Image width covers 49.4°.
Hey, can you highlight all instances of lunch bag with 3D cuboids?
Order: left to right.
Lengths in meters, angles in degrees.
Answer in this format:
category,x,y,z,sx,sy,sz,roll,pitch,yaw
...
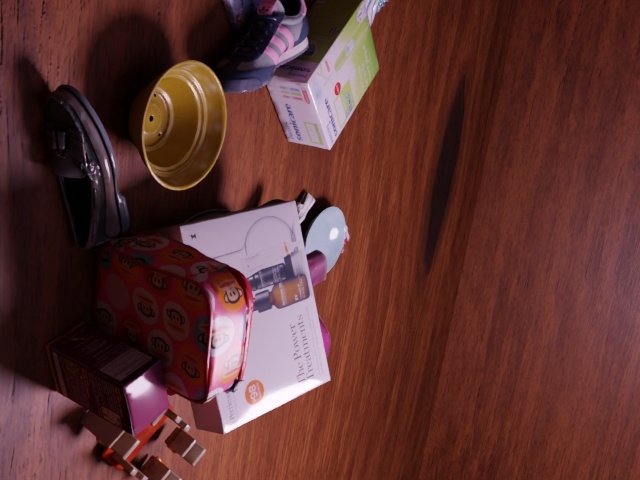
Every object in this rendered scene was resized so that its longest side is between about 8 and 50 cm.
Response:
category,x,y,z,sx,sy,sz,roll,pitch,yaw
lunch bag,-0.251,0.139,1.147,0.120,0.293,0.258,-19,123,-50

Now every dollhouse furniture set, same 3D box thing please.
category,x,y,z,sx,sy,sz,roll,pitch,yaw
dollhouse furniture set,-0.316,0.328,1.353,0.259,0.135,0.262,-49,146,-22

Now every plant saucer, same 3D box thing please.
category,x,y,z,sx,sy,sz,roll,pitch,yaw
plant saucer,0.000,0.000,1.848,0.195,0.037,0.195,-35,135,-46

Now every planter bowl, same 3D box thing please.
category,x,y,z,sx,sy,sz,roll,pitch,yaw
planter bowl,-0.259,-0.201,1.178,0.217,0.090,0.217,-41,139,-49

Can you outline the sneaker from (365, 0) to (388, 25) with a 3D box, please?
category,x,y,z,sx,sy,sz,roll,pitch,yaw
sneaker,0.152,-0.628,1.719,0.091,0.126,0.240,-9,112,-62

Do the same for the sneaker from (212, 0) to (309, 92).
category,x,y,z,sx,sy,sz,roll,pitch,yaw
sneaker,-0.119,-0.390,1.334,0.319,0.112,0.131,-57,155,-48

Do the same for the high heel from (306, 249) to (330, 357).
category,x,y,z,sx,sy,sz,roll,pitch,yaw
high heel,-0.074,0.210,1.769,0.181,0.127,0.377,-23,121,-42

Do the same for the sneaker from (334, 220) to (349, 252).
category,x,y,z,sx,sy,sz,roll,pitch,yaw
sneaker,0.049,-0.007,1.944,0.067,0.042,0.118,-67,155,-22

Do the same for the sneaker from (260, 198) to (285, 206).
category,x,y,z,sx,sy,sz,roll,pitch,yaw
sneaker,-0.129,0.020,1.564,0.228,0.087,0.130,-64,154,-15

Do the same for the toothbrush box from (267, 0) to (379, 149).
category,x,y,z,sx,sy,sz,roll,pitch,yaw
toothbrush box,0.010,-0.384,1.579,0.283,0.122,0.206,-59,149,-27

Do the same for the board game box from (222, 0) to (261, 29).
category,x,y,z,sx,sy,sz,roll,pitch,yaw
board game box,-0.152,-0.467,1.326,0.090,0.020,0.090,-60,150,-29

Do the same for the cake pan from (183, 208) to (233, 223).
category,x,y,z,sx,sy,sz,roll,pitch,yaw
cake pan,-0.182,0.081,1.389,0.293,0.054,0.293,6,82,-45

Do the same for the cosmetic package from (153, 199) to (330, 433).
category,x,y,z,sx,sy,sz,roll,pitch,yaw
cosmetic package,-0.139,0.132,1.322,0.284,0.097,0.377,-17,98,-43

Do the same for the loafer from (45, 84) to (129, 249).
category,x,y,z,sx,sy,sz,roll,pitch,yaw
loafer,-0.358,-0.097,1.041,0.084,0.096,0.268,-45,144,-36

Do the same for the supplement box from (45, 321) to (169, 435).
category,x,y,z,sx,sy,sz,roll,pitch,yaw
supplement box,-0.343,0.219,1.120,0.081,0.188,0.104,-38,136,-46

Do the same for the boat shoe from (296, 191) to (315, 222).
category,x,y,z,sx,sy,sz,roll,pitch,yaw
boat shoe,-0.050,-0.079,1.728,0.035,0.035,0.100,49,60,-28
